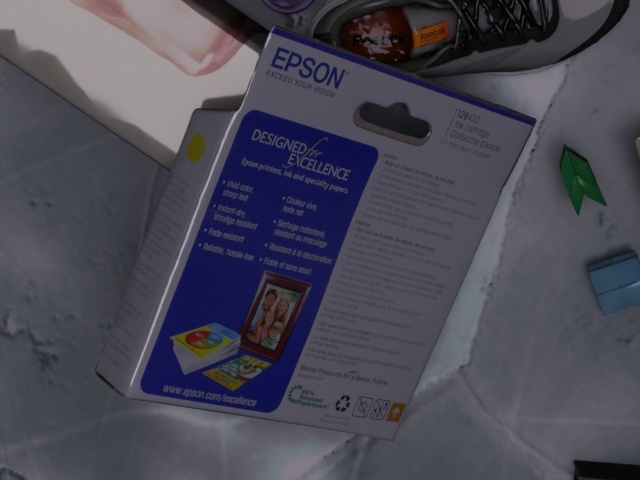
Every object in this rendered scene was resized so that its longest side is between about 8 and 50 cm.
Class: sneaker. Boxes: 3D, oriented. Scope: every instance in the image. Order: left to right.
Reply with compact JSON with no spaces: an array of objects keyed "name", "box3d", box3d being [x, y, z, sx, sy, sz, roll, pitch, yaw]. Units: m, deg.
[{"name":"sneaker","box3d":[0.124,-0.176,1.477,0.271,0.108,0.100,-12,97,2]}]

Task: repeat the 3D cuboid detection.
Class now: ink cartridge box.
[{"name":"ink cartridge box","box3d":[0.000,0.000,1.445,0.303,0.072,0.307,15,100,-41]}]

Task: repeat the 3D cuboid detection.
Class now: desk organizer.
[{"name":"desk organizer","box3d":[0.287,0.229,1.572,0.130,0.047,0.050,4,102,1]}]

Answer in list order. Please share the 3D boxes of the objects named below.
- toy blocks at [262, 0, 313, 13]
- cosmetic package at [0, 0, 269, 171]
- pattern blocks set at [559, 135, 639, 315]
[{"name":"toy blocks","box3d":[-0.008,-0.334,1.375,0.288,0.260,0.309,-38,97,7]},{"name":"cosmetic package","box3d":[-0.170,-0.178,1.462,0.296,0.153,0.129,35,100,-6]},{"name":"pattern blocks set","box3d":[0.366,-0.057,1.496,0.325,0.026,0.285,-10,116,7]}]
